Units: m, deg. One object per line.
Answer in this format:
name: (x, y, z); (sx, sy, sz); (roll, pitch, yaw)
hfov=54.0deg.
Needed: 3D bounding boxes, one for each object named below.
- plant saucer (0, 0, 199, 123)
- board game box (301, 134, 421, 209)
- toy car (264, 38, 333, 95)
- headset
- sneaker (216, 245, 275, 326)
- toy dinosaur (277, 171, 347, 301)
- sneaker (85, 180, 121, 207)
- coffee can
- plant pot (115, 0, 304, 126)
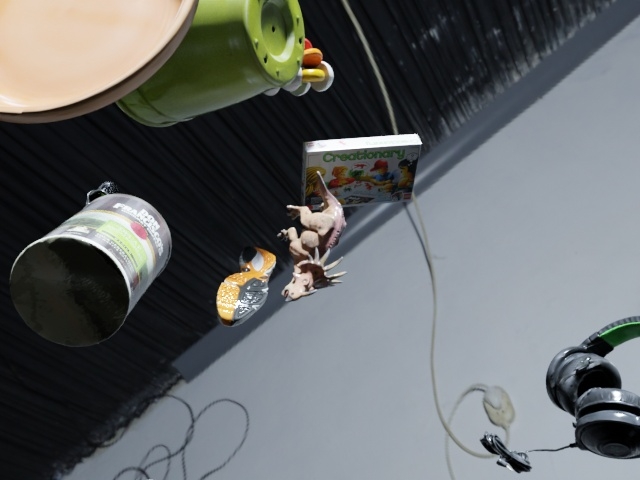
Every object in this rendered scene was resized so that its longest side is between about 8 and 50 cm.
plant saucer: (-0.178, -0.165, 0.440); (0.200, 0.037, 0.199); (-2, 68, 6)
board game box: (0.104, -0.180, 1.668); (0.306, 0.193, 0.053); (-6, 43, -10)
toy car: (-0.068, -0.439, 1.583); (0.182, 0.159, 0.136); (2, 101, 45)
headset: (0.482, 0.284, 1.135); (0.394, 0.185, 0.243); (-48, 17, 16)
sneaker: (-0.163, 0.124, 1.368); (0.099, 0.121, 0.262); (20, 29, 3)
toy dinosaur: (0.000, 0.000, 1.458); (0.200, 0.127, 0.295); (28, 99, 60)
sneaker: (-0.470, -0.082, 1.368); (0.188, 0.067, 0.078); (-97, 23, -60)
coffee can: (-0.410, 0.045, 1.165); (0.202, 0.201, 0.275); (-31, 15, 11)
plant pot: (-0.238, -0.441, 1.378); (0.353, 0.366, 0.366); (3, 59, 28)
